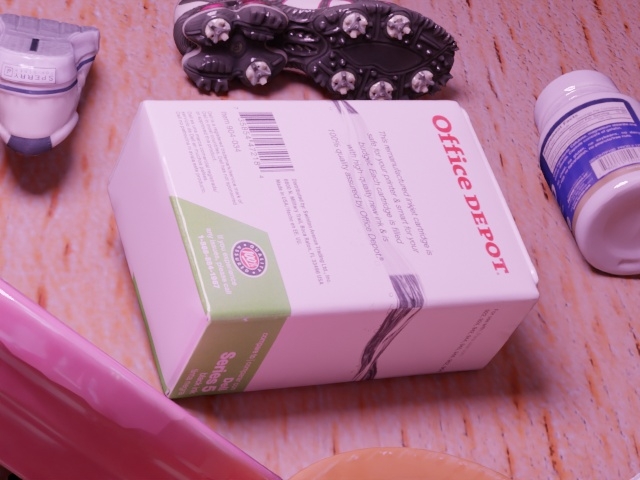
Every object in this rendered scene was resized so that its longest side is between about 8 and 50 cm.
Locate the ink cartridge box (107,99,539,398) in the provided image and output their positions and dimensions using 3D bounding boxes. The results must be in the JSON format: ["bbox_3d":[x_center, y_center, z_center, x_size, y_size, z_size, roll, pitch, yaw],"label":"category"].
[{"bbox_3d":[0.000,0.000,1.288,0.272,0.115,0.198,-2,55,-26],"label":"ink cartridge box"}]

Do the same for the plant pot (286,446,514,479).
[{"bbox_3d":[0.038,0.251,0.928,0.290,0.203,0.291,12,35,-8],"label":"plant pot"}]

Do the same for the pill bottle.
[{"bbox_3d":[0.257,-0.067,1.525,0.112,0.112,0.187,5,37,-17],"label":"pill bottle"}]

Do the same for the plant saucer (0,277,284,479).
[{"bbox_3d":[-0.174,0.086,1.030,0.332,0.332,0.084,33,82,20],"label":"plant saucer"}]

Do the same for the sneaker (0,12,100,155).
[{"bbox_3d":[-0.240,-0.134,1.427,0.094,0.091,0.258,10,15,-3],"label":"sneaker"}]

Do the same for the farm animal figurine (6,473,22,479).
[{"bbox_3d":[-0.339,0.166,0.912,0.330,0.172,0.327,36,19,2],"label":"farm animal figurine"}]

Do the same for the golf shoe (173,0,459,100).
[{"bbox_3d":[-0.004,-0.198,1.601,0.272,0.105,0.120,5,30,-18],"label":"golf shoe"}]

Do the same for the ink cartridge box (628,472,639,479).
[{"bbox_3d":[0.216,0.243,1.023,0.139,0.191,0.082,39,41,27],"label":"ink cartridge box"}]
